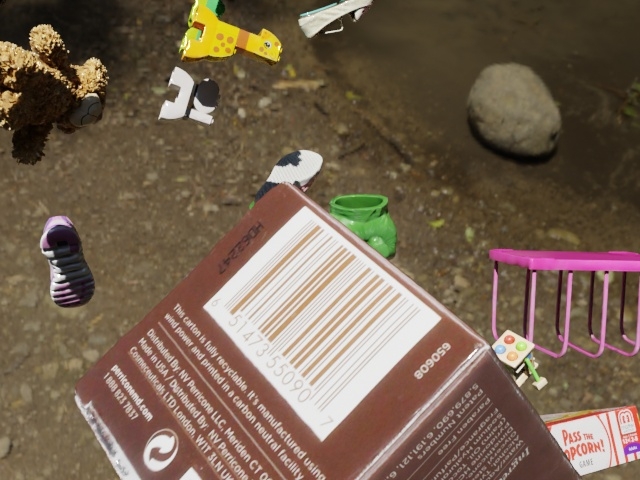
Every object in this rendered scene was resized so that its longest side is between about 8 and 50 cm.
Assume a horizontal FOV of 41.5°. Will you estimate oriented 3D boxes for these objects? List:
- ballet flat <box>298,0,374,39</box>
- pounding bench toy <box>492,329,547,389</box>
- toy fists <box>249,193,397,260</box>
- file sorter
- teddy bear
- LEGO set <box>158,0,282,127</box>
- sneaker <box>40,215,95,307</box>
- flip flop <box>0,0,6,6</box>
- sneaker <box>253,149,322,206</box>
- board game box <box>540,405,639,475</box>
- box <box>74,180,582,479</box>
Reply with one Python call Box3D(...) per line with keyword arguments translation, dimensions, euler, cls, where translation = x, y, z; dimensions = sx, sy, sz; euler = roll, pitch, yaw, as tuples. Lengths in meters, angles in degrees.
Box3D(translation=(0.041, -0.409, 1.524), dimensions=(0.168, 0.052, 0.057), euler=(-24, 14, -6), cls="ballet flat")
Box3D(translation=(0.309, 0.187, 1.301), dimensions=(0.052, 0.065, 0.083), euler=(-42, 47, -21), cls="pounding bench toy")
Box3D(translation=(0.000, 0.000, 1.544), dimensions=(0.279, 0.142, 0.096), euler=(-3, 25, 5), cls="toy fists")
Box3D(translation=(0.482, 0.116, 1.564), dimensions=(0.291, 0.182, 0.202), euler=(1, 4, -9), cls="file sorter")
Box3D(translation=(-0.501, -0.258, 1.486), dimensions=(0.113, 0.338, 0.245), euler=(17, 81, 28), cls="teddy bear")
Box3D(translation=(-0.087, -0.223, 0.879), dimensions=(0.093, 0.087, 0.227), euler=(18, 81, -17), cls="LEGO set")
Box3D(translation=(-0.551, 0.042, 1.838), dimensions=(0.095, 0.236, 0.104), euler=(-12, 40, -16), cls="sneaker")
Box3D(translation=(-0.499, -0.362, 1.209), dimensions=(0.080, 0.112, 0.277), euler=(39, 54, 10), cls="flip flop")
Box3D(translation=(-0.045, -0.060, 1.101), dimensions=(0.051, 0.070, 0.134), euler=(26, 49, 15), cls="sneaker")
Box3D(translation=(0.149, 0.181, 0.721), dimensions=(0.147, 0.193, 0.045), euler=(-3, 77, -32), cls="board game box")
Box3D(translation=(0.012, 0.111, 0.475), dimensions=(0.167, 0.203, 0.168), euler=(-46, 48, -5), cls="box")
